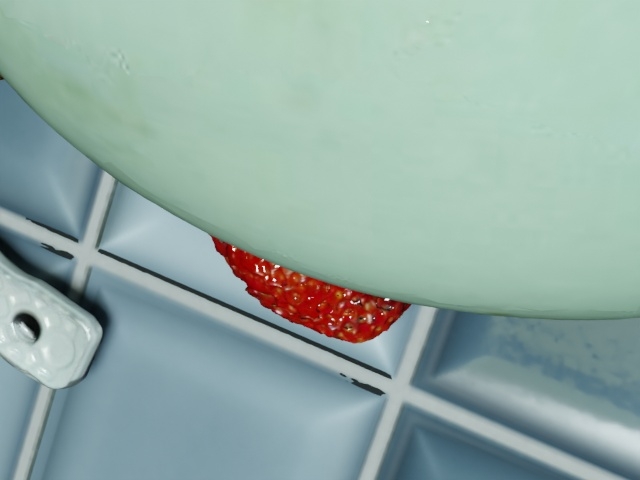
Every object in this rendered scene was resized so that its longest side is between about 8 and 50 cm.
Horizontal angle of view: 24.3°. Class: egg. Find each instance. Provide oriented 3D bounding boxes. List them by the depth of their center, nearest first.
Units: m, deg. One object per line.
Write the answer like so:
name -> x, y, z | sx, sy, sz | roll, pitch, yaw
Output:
egg -> 0.049, -0.116, 0.490 | 0.389, 0.276, 0.276 | 11, 102, 6

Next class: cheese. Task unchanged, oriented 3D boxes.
cheese -> -0.206, -0.003, 0.719 | 0.235, 0.050, 0.127 | 35, 107, 12

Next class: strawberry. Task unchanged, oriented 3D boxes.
strawberry -> 0.000, 0.000, 0.636 | 0.083, 0.083, 0.096 | -38, 90, 20

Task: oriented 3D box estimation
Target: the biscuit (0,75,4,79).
biscuit -> -0.143, -0.236, 0.663 | 0.301, 0.043, 0.278 | 46, 110, 7
